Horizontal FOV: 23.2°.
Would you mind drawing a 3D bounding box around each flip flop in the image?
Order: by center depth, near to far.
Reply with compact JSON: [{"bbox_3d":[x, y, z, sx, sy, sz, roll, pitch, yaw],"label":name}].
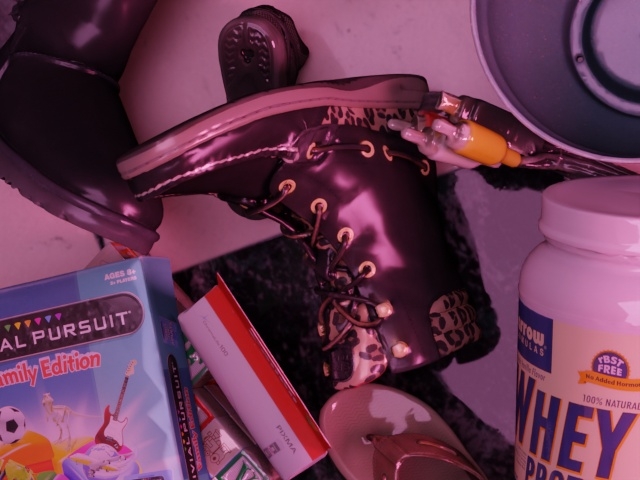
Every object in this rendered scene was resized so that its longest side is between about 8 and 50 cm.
[{"bbox_3d":[0.102,0.235,1.464,0.112,0.080,0.277,-35,61,-7],"label":"flip flop"}]

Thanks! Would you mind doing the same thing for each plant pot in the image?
[{"bbox_3d":[0.302,-0.207,1.456,0.293,0.196,0.293,-1,86,17],"label":"plant pot"}]

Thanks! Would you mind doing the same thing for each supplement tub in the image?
[{"bbox_3d":[0.292,0.118,1.390,0.235,0.235,0.325,4,104,17],"label":"supplement tub"}]

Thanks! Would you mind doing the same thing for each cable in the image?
[{"bbox_3d":[0.197,-0.074,1.501,0.287,0.139,0.072,23,89,-23],"label":"cable"}]

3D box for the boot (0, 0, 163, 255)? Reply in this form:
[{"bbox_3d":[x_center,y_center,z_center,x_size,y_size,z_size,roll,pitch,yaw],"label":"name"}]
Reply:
[{"bbox_3d":[-0.184,-0.249,1.573,0.367,0.146,0.445,35,96,44],"label":"boot"}]

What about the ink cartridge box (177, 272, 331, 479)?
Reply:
[{"bbox_3d":[-0.065,0.133,1.453,0.066,0.232,0.189,-34,83,-3],"label":"ink cartridge box"}]

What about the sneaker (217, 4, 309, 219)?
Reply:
[{"bbox_3d":[-0.056,-0.139,1.624,0.087,0.130,0.227,5,116,15],"label":"sneaker"}]

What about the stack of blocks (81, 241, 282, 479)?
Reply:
[{"bbox_3d":[-0.166,0.165,1.632,0.171,0.087,0.297,-45,76,10],"label":"stack of blocks"}]

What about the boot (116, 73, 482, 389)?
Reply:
[{"bbox_3d":[0.000,0.000,1.471,0.138,0.377,0.284,-18,88,42],"label":"boot"}]

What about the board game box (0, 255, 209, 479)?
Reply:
[{"bbox_3d":[-0.250,0.205,1.567,0.254,0.079,0.336,-13,84,15],"label":"board game box"}]
